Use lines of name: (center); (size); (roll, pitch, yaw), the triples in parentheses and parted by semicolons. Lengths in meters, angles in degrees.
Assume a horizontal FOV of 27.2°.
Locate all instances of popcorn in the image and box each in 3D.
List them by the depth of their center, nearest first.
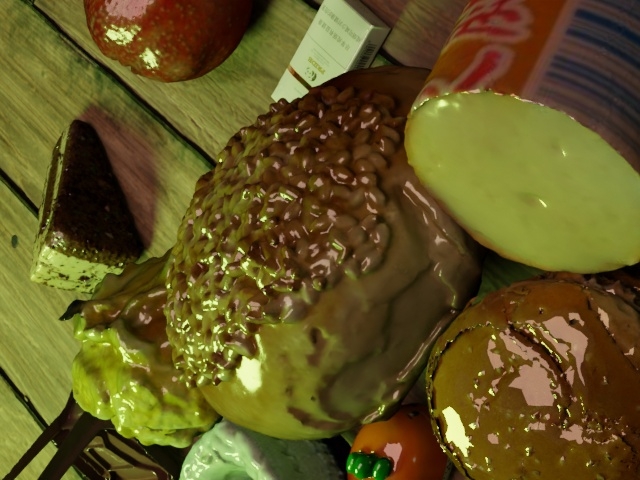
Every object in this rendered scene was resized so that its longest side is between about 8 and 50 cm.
popcorn: (-0.183, 0.117, 1.567); (0.225, 0.249, 0.249); (44, 128, -15)

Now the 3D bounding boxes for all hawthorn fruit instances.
hawthorn fruit: (-0.172, -0.318, 1.597); (0.205, 0.205, 0.253); (48, 112, 31)

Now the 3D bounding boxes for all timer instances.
timer: (0.076, 0.235, 1.414); (0.099, 0.136, 0.136); (25, 106, 45)

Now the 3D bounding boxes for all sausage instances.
sausage: (0.224, -0.148, 1.129); (0.233, 0.233, 0.287); (1, 53, 42)

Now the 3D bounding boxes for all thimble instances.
thimble: (-0.055, 0.306, 1.506); (0.237, 0.150, 0.237); (5, 96, 46)

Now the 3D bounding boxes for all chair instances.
chair: (-0.270, 0.258, 1.731); (0.175, 0.183, 0.326); (-13, 36, 42)

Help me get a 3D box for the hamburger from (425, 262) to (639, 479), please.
hamburger: (0.235, 0.141, 1.218); (0.260, 0.211, 0.245); (-34, 77, 34)

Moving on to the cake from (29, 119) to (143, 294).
cake: (-0.352, -0.052, 1.791); (0.112, 0.135, 0.246); (-41, 63, 35)

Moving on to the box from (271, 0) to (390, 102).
box: (0.010, -0.204, 1.529); (0.084, 0.040, 0.154); (46, 119, 29)

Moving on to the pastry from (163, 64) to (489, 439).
pastry: (0.000, 0.000, 1.331); (0.409, 0.245, 0.410); (-45, 27, 30)
